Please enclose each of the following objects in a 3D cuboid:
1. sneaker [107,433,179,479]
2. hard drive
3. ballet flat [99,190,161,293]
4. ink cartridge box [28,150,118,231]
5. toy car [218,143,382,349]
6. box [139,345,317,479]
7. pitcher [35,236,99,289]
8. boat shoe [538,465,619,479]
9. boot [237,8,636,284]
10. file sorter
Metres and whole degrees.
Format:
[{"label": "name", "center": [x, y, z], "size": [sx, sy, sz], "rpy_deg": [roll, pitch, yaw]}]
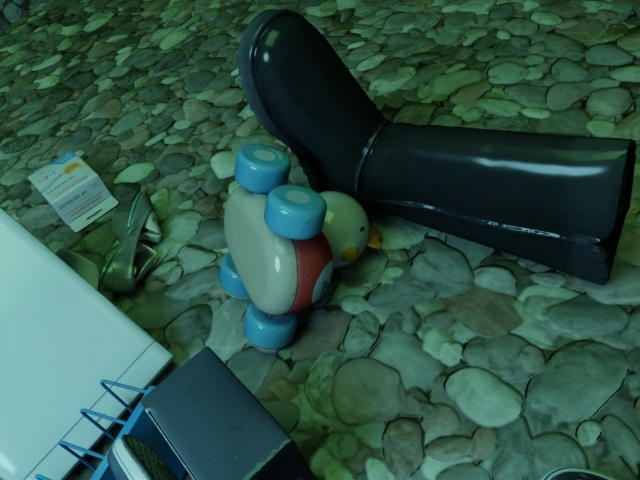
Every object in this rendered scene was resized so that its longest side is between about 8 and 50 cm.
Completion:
[{"label": "sneaker", "center": [-0.184, 0.319, 0.527], "size": [0.163, 0.086, 0.226], "rpy_deg": [-33, 79, -10]}, {"label": "hard drive", "center": [-0.404, 0.126, 0.720], "size": [0.353, 0.047, 0.233], "rpy_deg": [40, 64, 1]}, {"label": "ballet flat", "center": [-0.308, 0.004, 0.952], "size": [0.068, 0.072, 0.213], "rpy_deg": [13, 48, -6]}, {"label": "ink cartridge box", "center": [-0.491, -0.101, 1.107], "size": [0.104, 0.062, 0.181], "rpy_deg": [-40, 48, -19]}, {"label": "toy car", "center": [0.000, 0.000, 0.783], "size": [0.237, 0.219, 0.210], "rpy_deg": [-6, 38, -28]}, {"label": "box", "center": [-0.087, 0.223, 0.586], "size": [0.093, 0.158, 0.156], "rpy_deg": [-39, 48, -19]}, {"label": "pitcher", "center": [-0.486, 0.054, 0.872], "size": [0.206, 0.178, 0.126], "rpy_deg": [-9, 53, 9]}, {"label": "boat shoe", "center": [0.305, 0.282, 0.433], "size": [0.108, 0.102, 0.301], "rpy_deg": [-36, 47, -17]}, {"label": "boot", "center": [0.150, -0.121, 0.705], "size": [0.445, 0.367, 0.146], "rpy_deg": [22, 74, 33]}, {"label": "file sorter", "center": [-0.237, 0.260, 0.630], "size": [0.104, 0.118, 0.170], "rpy_deg": [4, 48, 30]}]
